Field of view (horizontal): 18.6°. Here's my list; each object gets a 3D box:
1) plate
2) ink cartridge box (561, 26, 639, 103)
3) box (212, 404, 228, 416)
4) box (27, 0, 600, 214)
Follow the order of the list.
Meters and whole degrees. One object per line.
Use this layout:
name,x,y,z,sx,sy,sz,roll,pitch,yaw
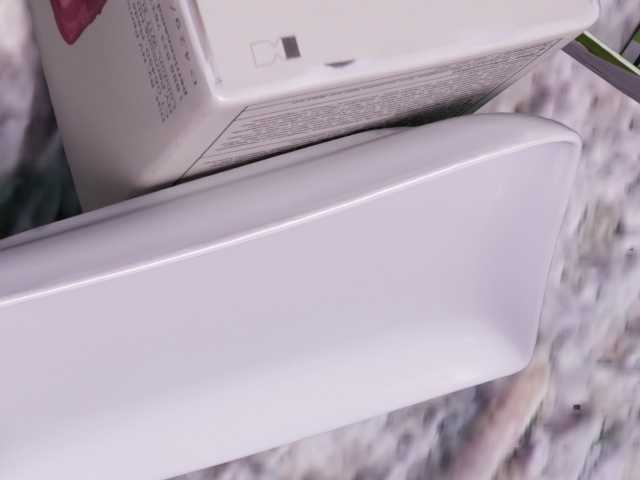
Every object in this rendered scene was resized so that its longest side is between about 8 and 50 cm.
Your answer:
plate,-0.040,0.034,0.806,0.278,0.277,0.045,-17,70,-5
ink cartridge box,0.188,-0.089,0.868,0.255,0.189,0.097,31,97,-23
box,0.000,0.000,0.926,0.162,0.029,0.116,-24,112,-6
box,-0.016,-0.094,0.760,0.149,0.232,0.126,-14,83,-19
